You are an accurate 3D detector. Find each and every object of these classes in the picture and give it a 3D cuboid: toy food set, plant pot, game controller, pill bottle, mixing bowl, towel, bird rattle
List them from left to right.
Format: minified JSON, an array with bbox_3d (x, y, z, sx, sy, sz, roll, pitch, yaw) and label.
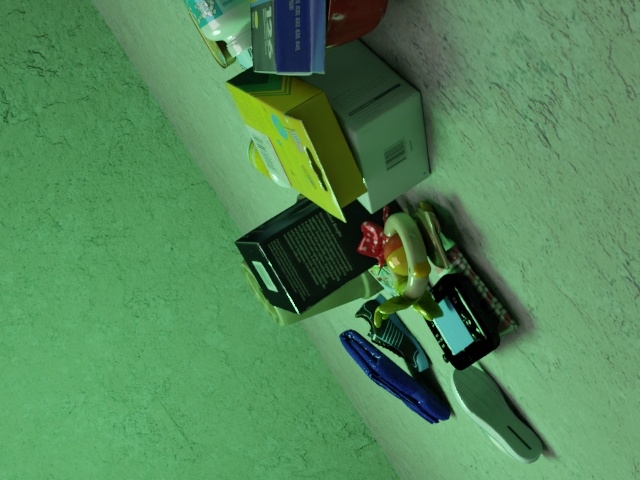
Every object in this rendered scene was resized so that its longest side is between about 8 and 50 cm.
[{"bbox_3d":[-0.205,-0.504,1.925,0.264,0.146,0.146,58,168,-12],"label":"pill bottle"},{"bbox_3d":[-0.087,-0.195,2.323,0.208,0.118,0.117,37,157,55],"label":"pill bottle"},{"bbox_3d":[-0.032,0.060,2.391,0.323,0.280,0.323,51,166,18],"label":"plant pot"},{"bbox_3d":[0.041,-0.362,1.388,0.181,0.098,0.181,179,90,-78],"label":"mixing bowl"},{"bbox_3d":[0.192,0.371,2.588,0.308,0.076,0.228,42,176,-30],"label":"towel"},{"bbox_3d":[0.162,0.032,1.829,0.207,0.143,0.253,107,158,-60],"label":"bird rattle"},{"bbox_3d":[0.211,-0.011,1.792,0.192,0.039,0.132,-148,36,-81],"label":"toy food set"},{"bbox_3d":[0.266,0.162,1.885,0.166,0.067,0.319,51,166,10],"label":"game controller"},{"bbox_3d":[0.295,0.101,1.839,0.197,0.029,0.144,52,168,6],"label":"towel"}]

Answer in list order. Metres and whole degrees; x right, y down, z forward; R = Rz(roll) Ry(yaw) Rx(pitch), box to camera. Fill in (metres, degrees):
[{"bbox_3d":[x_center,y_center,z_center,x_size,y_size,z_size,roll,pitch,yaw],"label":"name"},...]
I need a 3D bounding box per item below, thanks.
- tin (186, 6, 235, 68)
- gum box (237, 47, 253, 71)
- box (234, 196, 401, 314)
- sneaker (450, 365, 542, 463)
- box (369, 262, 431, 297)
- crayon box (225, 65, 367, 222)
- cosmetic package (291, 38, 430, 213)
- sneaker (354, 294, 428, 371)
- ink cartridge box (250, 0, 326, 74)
[{"bbox_3d":[-0.273,-0.519,2.403,0.189,0.040,0.106,60,163,-17],"label":"tin"},{"bbox_3d":[-0.159,-0.441,2.154,0.157,0.041,0.184,39,158,52],"label":"gum box"},{"bbox_3d":[0.000,0.000,2.073,0.182,0.294,0.296,61,167,-8],"label":"box"},{"bbox_3d":[0.372,0.385,2.100,0.258,0.094,0.091,52,162,16],"label":"sneaker"},{"bbox_3d":[0.174,0.084,2.180,0.114,0.036,0.207,47,169,-10],"label":"box"},{"bbox_3d":[-0.033,-0.171,1.624,0.318,0.081,0.202,39,158,57],"label":"crayon box"},{"bbox_3d":[0.062,-0.210,1.676,0.224,0.138,0.224,49,166,34],"label":"cosmetic package"},{"bbox_3d":[0.183,0.256,2.499,0.232,0.090,0.081,53,167,15],"label":"sneaker"},{"bbox_3d":[-0.056,-0.401,1.439,0.307,0.072,0.303,-140,49,-75],"label":"ink cartridge box"}]
